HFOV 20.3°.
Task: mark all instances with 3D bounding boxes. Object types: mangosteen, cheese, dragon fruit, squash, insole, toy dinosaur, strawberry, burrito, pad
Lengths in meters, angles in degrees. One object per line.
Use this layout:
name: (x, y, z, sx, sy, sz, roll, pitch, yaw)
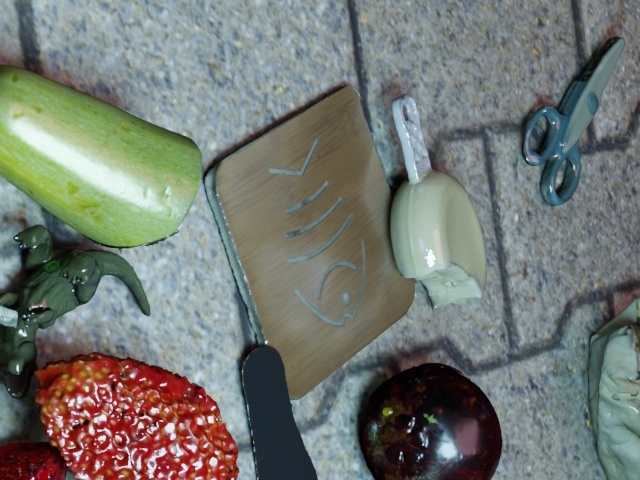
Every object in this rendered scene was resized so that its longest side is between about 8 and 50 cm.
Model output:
mangosteen: (0.131, 0.226, 2.023, 0.184, 0.173, 0.172, 46, 51, -62)
cheese: (0.134, -0.045, 2.106, 0.163, 0.071, 0.248, 6, 77, -62)
dragon fruit: (-0.290, 0.251, 1.580, 0.162, 0.083, 0.106, -55, 148, -59)
squash: (-0.260, -0.087, 1.632, 0.287, 0.137, 0.137, 24, 68, -34)
insole: (-0.044, 0.222, 1.913, 0.080, 0.003, 0.232, -27, 111, -37)
toy dinosaur: (-0.251, 0.070, 1.684, 0.187, 0.087, 0.179, -51, 162, -21)
strawberry: (-0.152, 0.192, 1.671, 0.286, 0.106, 0.188, 52, 22, -51)
burrito: (0.435, 0.253, 2.400, 0.190, 0.135, 0.331, -48, 120, -51)
pad: (0.000, 0.000, 1.989, 0.286, 0.018, 0.284, -35, 113, -46)

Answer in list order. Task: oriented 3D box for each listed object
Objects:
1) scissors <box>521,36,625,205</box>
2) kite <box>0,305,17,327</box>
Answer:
scissors: (0.348, -0.178, 2.405, 0.289, 0.041, 0.138, -56, 129, -32)
kite: (-0.366, 0.032, 1.516, 0.250, 0.012, 0.229, 18, 61, -37)
